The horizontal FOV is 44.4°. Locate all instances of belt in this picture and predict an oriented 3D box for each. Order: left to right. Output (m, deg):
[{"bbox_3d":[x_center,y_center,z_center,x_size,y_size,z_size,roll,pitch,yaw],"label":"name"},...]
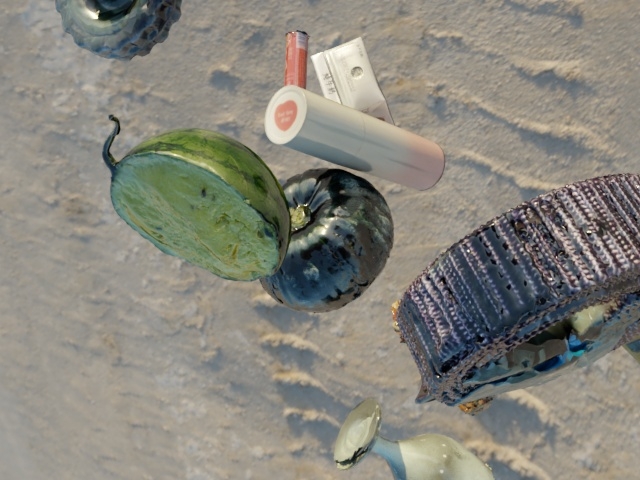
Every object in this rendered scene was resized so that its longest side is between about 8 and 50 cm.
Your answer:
[{"bbox_3d":[0.222,0.049,0.732,0.260,0.325,0.122,-51,56,39],"label":"belt"}]

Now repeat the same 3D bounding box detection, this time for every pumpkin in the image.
[{"bbox_3d":[0.000,0.000,1.209,0.233,0.233,0.163,-2,147,38],"label":"pumpkin"}]

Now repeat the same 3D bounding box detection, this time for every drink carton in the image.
[{"bbox_3d":[0.069,-0.238,1.385,0.102,0.222,0.134,-18,70,8],"label":"drink carton"}]

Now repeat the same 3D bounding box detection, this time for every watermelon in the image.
[{"bbox_3d":[-0.130,-0.056,0.903,0.232,0.127,0.204,31,147,-2],"label":"watermelon"}]

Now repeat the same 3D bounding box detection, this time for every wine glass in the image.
[{"bbox_3d":[0.147,0.346,1.211,0.241,0.126,0.126,33,135,-17],"label":"wine glass"}]

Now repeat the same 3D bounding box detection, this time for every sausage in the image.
[{"bbox_3d":[-0.044,-0.311,1.437,0.050,0.048,0.145,132,141,-72],"label":"sausage"}]

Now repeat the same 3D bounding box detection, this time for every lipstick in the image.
[{"bbox_3d":[0.062,-0.149,1.197,0.087,0.327,0.087,-12,73,43],"label":"lipstick"}]

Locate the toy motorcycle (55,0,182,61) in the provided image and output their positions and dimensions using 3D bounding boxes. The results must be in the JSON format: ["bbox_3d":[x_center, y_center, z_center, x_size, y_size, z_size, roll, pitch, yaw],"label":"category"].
[{"bbox_3d":[-0.188,-0.284,0.567,0.327,0.143,0.188,46,108,21],"label":"toy motorcycle"}]

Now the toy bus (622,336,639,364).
[{"bbox_3d":[0.524,0.147,1.288,0.162,0.074,0.069,44,140,-3],"label":"toy bus"}]

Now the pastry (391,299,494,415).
[{"bbox_3d":[0.155,0.127,0.926,0.063,0.087,0.169,-33,103,27],"label":"pastry"}]
